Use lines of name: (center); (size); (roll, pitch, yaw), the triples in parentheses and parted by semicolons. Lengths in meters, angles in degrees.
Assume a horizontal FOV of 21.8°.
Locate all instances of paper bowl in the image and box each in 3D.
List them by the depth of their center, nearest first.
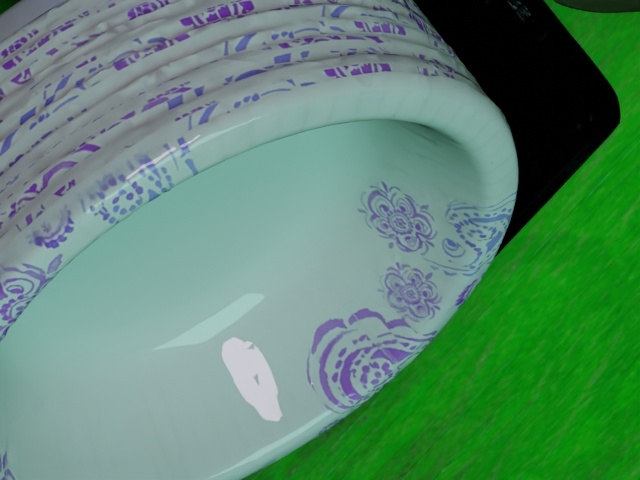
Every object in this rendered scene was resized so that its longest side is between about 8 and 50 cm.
paper bowl: (-0.067, -0.012, 0.730); (0.284, 0.148, 0.284); (-24, 149, -16)

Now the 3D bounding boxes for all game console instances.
game console: (0.000, 0.000, 0.924); (0.361, 0.044, 0.213); (-47, 136, 4)

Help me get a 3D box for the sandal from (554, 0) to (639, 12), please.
sandal: (0.211, -0.167, 0.946); (0.240, 0.088, 0.079); (3, 89, -45)
